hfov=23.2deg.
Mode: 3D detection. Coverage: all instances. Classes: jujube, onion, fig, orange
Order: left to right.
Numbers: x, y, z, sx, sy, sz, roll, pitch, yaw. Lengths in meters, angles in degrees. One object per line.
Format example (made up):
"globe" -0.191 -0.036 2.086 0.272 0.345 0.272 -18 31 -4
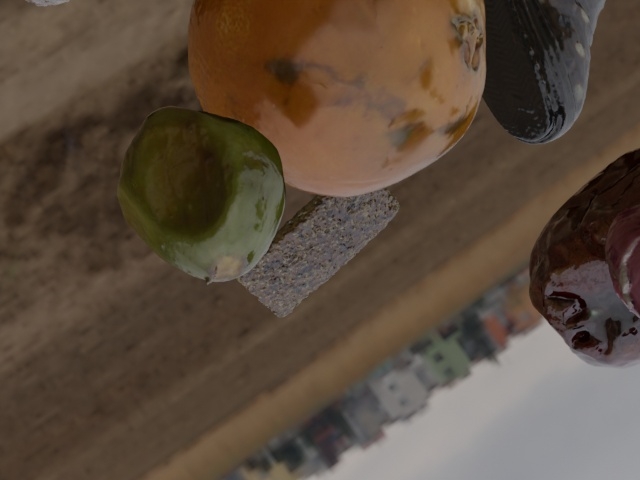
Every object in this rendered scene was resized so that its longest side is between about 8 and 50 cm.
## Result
"fig" -0.098 -0.038 1.335 0.144 0.165 0.154 -23 132 -4
"orange" 0.017 -0.195 1.554 0.312 0.312 0.312 -35 174 -4
"jujube" 0.480 0.011 2.196 0.377 0.276 0.276 -39 174 11
"onion" 0.443 0.030 1.804 0.230 0.230 0.163 -28 154 -51

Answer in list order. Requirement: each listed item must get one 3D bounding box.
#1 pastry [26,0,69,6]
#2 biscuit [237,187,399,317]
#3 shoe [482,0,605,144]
"pastry" -0.310 -0.317 1.627 0.112 0.103 0.265 -25 159 24
"biscuit" 0.000 0.000 2.073 0.231 0.025 0.131 -43 139 3
"shoe" 0.343 -0.345 2.400 0.237 0.384 0.171 -15 173 -34
